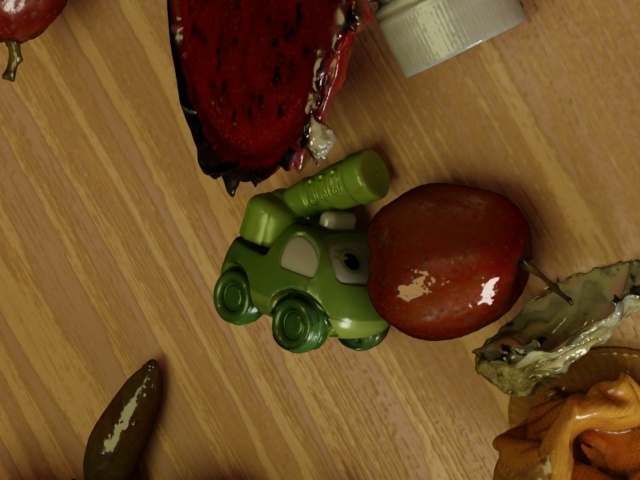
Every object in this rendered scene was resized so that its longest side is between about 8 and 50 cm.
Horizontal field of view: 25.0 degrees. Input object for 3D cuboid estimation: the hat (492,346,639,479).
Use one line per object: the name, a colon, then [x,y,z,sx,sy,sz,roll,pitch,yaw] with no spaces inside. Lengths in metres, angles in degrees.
hat: [0.245,0.245,1.370,0.244,0.233,0.233,53,130,6]

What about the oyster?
oyster: [0.235,0.089,1.374,0.209,0.133,0.072,-34,105,13]

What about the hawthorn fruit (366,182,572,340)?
hawthorn fruit: [0.148,0.018,1.398,0.203,0.162,0.162,-5,107,22]

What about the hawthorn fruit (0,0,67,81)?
hawthorn fruit: [-0.363,-0.300,1.584,0.205,0.205,0.253,3,118,34]

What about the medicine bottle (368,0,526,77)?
medicine bottle: [0.080,-0.285,1.313,0.144,0.144,0.252,-20,95,38]

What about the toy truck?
toy truck: [-0.013,0.012,1.514,0.187,0.148,0.210,0,90,41]

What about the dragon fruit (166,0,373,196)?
dragon fruit: [-0.059,-0.195,1.439,0.343,0.100,0.282,49,126,43]

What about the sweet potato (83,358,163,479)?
sweet potato: [-0.246,0.303,1.834,0.108,0.079,0.346,7,117,19]

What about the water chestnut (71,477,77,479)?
water chestnut: [-0.394,0.450,1.896,0.350,0.350,0.302,20,78,26]
